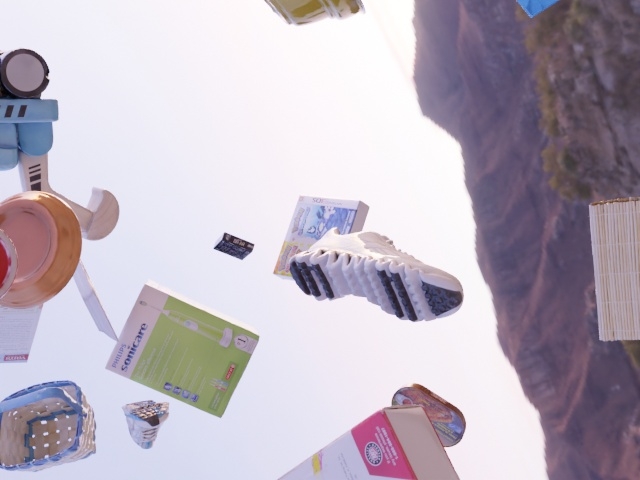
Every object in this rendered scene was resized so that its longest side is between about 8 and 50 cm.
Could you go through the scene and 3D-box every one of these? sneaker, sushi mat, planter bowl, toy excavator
[{"bbox_3d":[-0.308,0.333,1.412,0.190,0.071,0.083,157,104,-68],"label":"sneaker"},{"bbox_3d":[0.643,0.064,1.623,0.019,0.151,0.317,-55,-43,-64],"label":"sushi mat"},{"bbox_3d":[-0.044,-0.355,1.058,0.217,0.090,0.217,46,-174,-6],"label":"planter bowl"},{"bbox_3d":[0.091,0.039,1.188,0.118,0.292,0.110,-47,-47,-35],"label":"sneaker"},{"bbox_3d":[-0.687,-0.209,1.797,0.432,0.222,0.446,-7,-76,-36],"label":"toy excavator"}]

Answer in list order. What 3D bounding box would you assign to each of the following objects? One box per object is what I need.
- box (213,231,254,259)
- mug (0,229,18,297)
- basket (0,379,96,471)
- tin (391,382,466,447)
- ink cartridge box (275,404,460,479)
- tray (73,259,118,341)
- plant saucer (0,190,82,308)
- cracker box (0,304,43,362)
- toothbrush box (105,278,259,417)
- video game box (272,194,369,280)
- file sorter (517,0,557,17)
[{"bbox_3d":[-0.174,0.012,1.582,0.067,0.083,0.018,22,-110,-13],"label":"box"},{"bbox_3d":[-0.390,0.051,0.866,0.113,0.169,0.150,-7,-94,-31],"label":"mug"},{"bbox_3d":[-0.679,0.434,1.865,0.289,0.254,0.201,70,-174,-63],"label":"basket"},{"bbox_3d":[0.259,0.417,1.887,0.189,0.106,0.040,32,-160,14],"label":"tin"},{"bbox_3d":[0.070,0.430,1.244,0.131,0.306,0.226,7,-130,-50],"label":"ink cartridge box"},{"bbox_3d":[-0.499,0.097,1.673,0.270,0.030,0.145,46,157,49],"label":"tray"},{"bbox_3d":[-0.490,0.011,1.294,0.037,0.199,0.200,46,-154,-71],"label":"plant saucer"},{"bbox_3d":[-0.625,0.146,1.504,0.155,0.232,0.067,4,-133,-29],"label":"cracker box"},{"bbox_3d":[-0.308,0.242,1.779,0.283,0.206,0.122,25,179,-10],"label":"toothbrush box"},{"bbox_3d":[0.000,0.000,1.788,0.048,0.187,0.205,31,-107,-45],"label":"video game box"},{"bbox_3d":[0.429,-0.527,1.463,0.118,0.170,0.105,37,-140,-32],"label":"file sorter"}]
